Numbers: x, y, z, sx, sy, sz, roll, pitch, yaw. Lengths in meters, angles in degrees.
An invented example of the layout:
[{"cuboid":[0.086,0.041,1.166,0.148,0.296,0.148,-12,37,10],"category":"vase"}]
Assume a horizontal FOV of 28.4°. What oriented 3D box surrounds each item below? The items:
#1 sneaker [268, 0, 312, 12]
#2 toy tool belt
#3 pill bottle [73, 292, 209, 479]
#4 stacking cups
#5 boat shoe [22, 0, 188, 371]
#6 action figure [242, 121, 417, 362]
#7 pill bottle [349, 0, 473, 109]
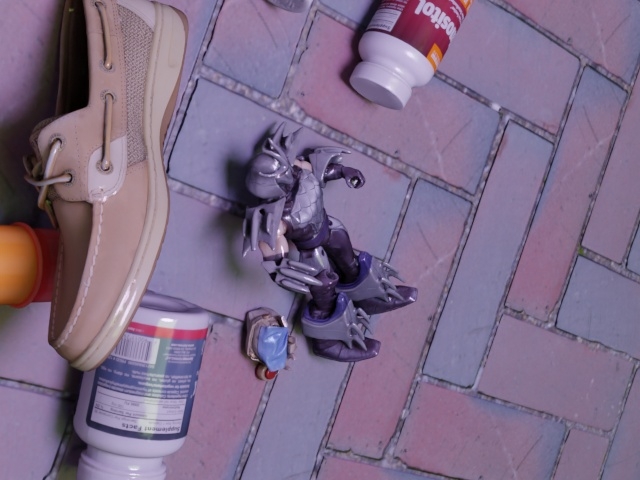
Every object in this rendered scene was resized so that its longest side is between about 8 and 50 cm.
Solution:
[{"cuboid":[-0.045,-0.371,1.154,0.169,0.108,0.292,-54,140,-19],"category":"sneaker"},{"cuboid":[-0.049,0.112,1.305,0.052,0.051,0.083,-19,114,-37],"category":"toy tool belt"},{"cuboid":[-0.170,0.143,1.167,0.108,0.108,0.180,7,97,-43],"category":"pill bottle"},{"cuboid":[-0.323,0.026,1.010,0.316,0.096,0.096,5,98,-43],"category":"stacking cups"},{"cuboid":[-0.194,-0.059,1.047,0.110,0.122,0.341,20,59,-28],"category":"boat shoe"},{"cuboid":[0.000,0.000,1.279,0.285,0.099,0.185,59,43,-44],"category":"action figure"},{"cuboid":[0.094,-0.217,1.323,0.086,0.086,0.152,38,76,-41],"category":"pill bottle"}]
